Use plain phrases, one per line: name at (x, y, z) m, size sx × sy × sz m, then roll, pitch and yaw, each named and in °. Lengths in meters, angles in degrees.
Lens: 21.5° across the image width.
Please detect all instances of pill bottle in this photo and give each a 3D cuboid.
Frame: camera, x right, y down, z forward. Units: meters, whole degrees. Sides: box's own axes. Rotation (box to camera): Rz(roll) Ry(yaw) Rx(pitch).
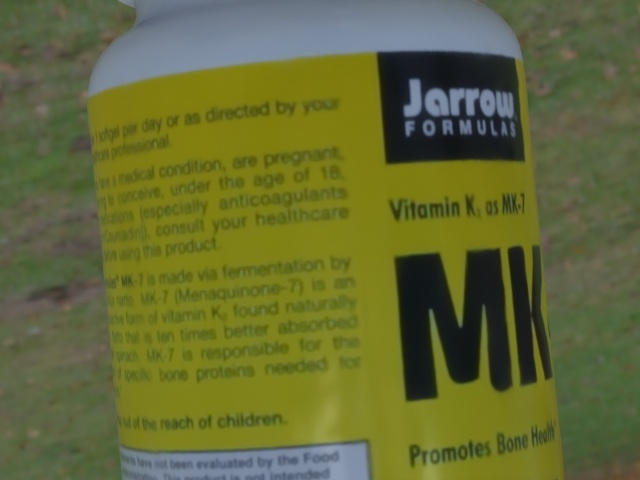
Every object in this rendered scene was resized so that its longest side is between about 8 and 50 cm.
pill bottle at (0.000, 0.000, 0.451) m, size 0.119 × 0.208 × 0.119 m, roll -6°, pitch 179°, yaw 0°
